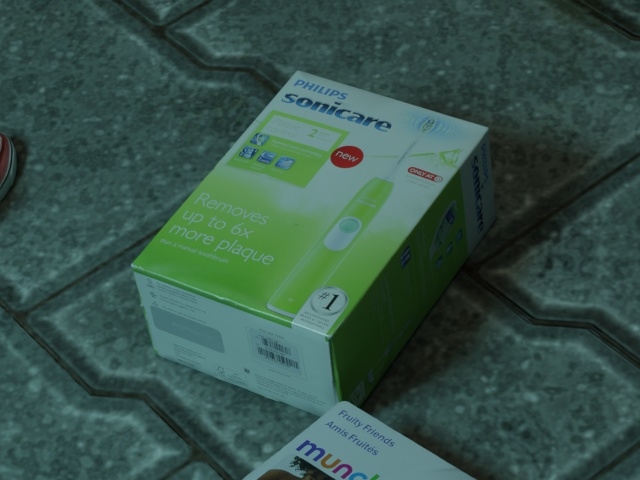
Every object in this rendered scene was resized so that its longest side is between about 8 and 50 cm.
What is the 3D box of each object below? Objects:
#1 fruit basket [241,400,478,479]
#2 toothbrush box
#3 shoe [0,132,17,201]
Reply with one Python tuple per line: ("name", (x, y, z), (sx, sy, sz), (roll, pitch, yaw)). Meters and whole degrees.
("fruit basket", (0.021, 0.270, 1.455), (0.327, 0.165, 0.353), (29, 53, 33))
("toothbrush box", (0.000, 0.000, 1.776), (0.206, 0.122, 0.283), (19, 50, 26))
("shoe", (-0.348, -0.062, 1.926), (0.063, 0.081, 0.178), (7, 47, 17))
